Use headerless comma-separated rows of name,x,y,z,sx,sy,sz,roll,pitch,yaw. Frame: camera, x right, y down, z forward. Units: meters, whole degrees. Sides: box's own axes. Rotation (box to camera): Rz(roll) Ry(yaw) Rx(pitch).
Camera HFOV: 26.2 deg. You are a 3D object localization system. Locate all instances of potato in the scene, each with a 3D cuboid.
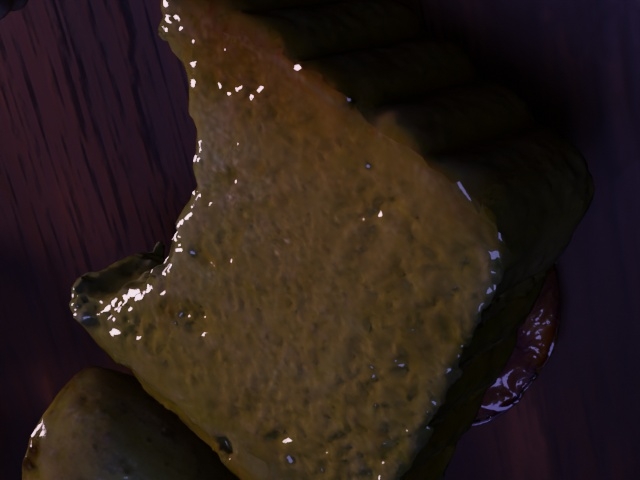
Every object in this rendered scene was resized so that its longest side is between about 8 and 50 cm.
potato,-0.088,0.203,0.844,0.176,0.141,0.298,0,119,34

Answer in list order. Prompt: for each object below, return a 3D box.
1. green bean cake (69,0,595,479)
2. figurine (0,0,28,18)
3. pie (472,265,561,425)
green bean cake,0.000,0.000,0.700,0.233,0.124,0.236,39,126,23
figurine,-0.222,-0.215,0.647,0.247,0.173,0.177,7,132,34
pie,0.086,0.032,0.758,0.092,0.034,0.170,-2,113,16
